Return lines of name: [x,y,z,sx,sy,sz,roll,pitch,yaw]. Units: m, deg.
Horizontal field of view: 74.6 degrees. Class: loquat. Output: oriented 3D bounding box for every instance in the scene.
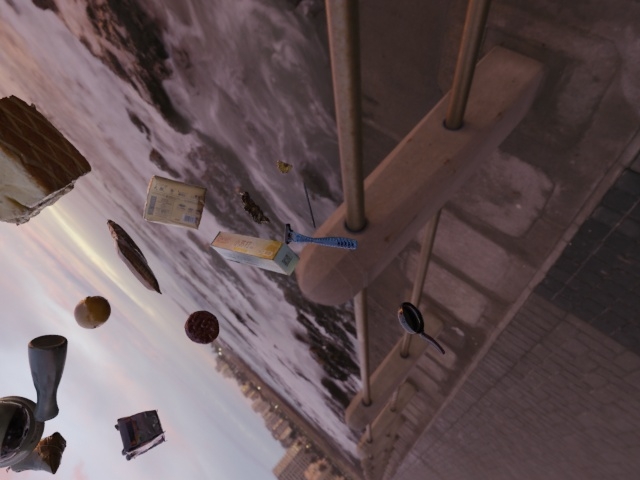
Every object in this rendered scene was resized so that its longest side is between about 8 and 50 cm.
loquat: [-0.912,0.287,1.684,0.141,0.141,0.141,38,159,17]

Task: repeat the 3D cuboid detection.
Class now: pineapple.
pineapple: [-0.143,-0.282,1.627,0.019,0.045,0.083,25,-170,34]

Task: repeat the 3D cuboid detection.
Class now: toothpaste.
toothpaste: [-0.201,0.031,1.243,0.313,0.071,0.089,10,152,43]

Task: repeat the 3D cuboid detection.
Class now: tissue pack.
tissue pack: [-0.580,-0.149,1.680,0.222,0.186,0.090,11,-175,-17]

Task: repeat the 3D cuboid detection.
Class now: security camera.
security camera: [-0.897,0.525,1.160,0.191,0.196,0.277,14,152,-15]

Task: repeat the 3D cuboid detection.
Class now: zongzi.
zongzi: [-0.909,0.707,1.313,0.178,0.189,0.081,32,138,62]

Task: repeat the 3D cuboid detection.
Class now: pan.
pan: [0.333,0.298,1.399,0.212,0.115,0.040,51,126,7]

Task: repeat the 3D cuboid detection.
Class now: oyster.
oyster: [-0.194,-0.096,1.239,0.132,0.029,0.086,32,-145,-66]

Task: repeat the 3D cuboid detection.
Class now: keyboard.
keyboard: [-0.048,-0.149,1.765,0.063,0.010,0.197,-116,12,-76]

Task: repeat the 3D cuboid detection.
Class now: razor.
razor: [0.000,0.000,1.432,0.254,0.042,0.081,8,113,4]

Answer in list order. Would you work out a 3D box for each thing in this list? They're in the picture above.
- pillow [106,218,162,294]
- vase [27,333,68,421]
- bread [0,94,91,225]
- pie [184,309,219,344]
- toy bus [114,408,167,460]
pillow: [-0.382,0.028,0.852,0.211,0.034,0.135,31,156,54]
vase: [-0.705,0.357,1.085,0.086,0.086,0.213,22,107,48]
bread: [-1.120,-0.293,1.541,0.390,0.279,0.371,54,-171,-23]
pie: [-0.502,0.369,1.794,0.154,0.154,0.036,44,143,2]
toy bus: [-0.582,0.633,1.373,0.112,0.138,0.317,65,153,20]
